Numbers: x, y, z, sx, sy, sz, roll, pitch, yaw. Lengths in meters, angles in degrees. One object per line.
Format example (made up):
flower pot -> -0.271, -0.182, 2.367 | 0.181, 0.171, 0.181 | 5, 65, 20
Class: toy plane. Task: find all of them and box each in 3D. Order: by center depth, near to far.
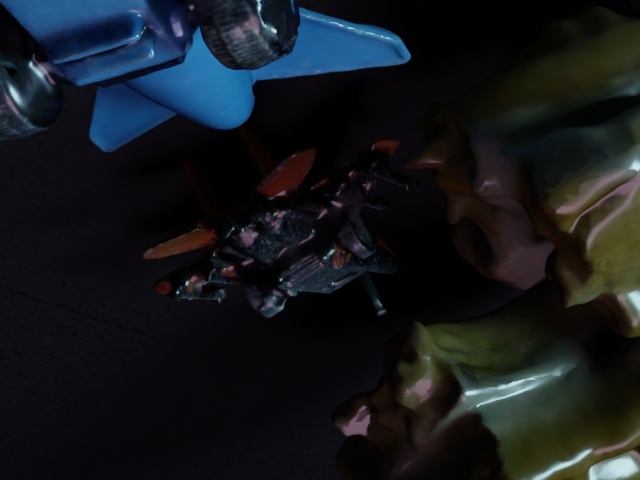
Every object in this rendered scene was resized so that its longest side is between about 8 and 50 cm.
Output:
toy plane -> -0.073, -0.097, 0.424 | 0.254, 0.105, 0.271 | -15, 159, 17
toy plane -> 0.001, 0.003, 0.686 | 0.130, 0.061, 0.189 | -33, 150, 17

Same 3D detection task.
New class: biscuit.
biscuit -> 0.142, 0.027, 0.686 | 0.268, 0.115, 0.366 | -18, 152, -19
